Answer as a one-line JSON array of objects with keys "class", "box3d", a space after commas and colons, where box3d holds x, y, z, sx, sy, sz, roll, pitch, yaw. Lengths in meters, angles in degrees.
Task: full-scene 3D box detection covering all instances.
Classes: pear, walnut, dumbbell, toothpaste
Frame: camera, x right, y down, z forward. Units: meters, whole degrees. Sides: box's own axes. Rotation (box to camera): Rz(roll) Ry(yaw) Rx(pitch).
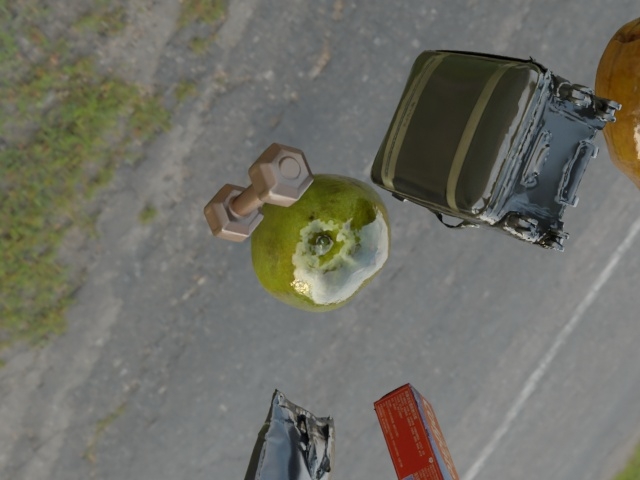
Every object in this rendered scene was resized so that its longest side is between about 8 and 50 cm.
[{"class": "pear", "box3d": [0.000, 0.000, 2.067, 0.269, 0.269, 0.321, -45, -177, -4]}, {"class": "walnut", "box3d": [0.575, -0.222, 1.948, 0.209, 0.209, 0.336, -27, 123, -35]}, {"class": "dumbbell", "box3d": [-0.095, -0.069, 1.695, 0.082, 0.092, 0.231, -20, 172, -33]}, {"class": "toothpaste", "box3d": [0.152, 0.341, 1.506, 0.066, 0.320, 0.076, -30, 136, 13]}]

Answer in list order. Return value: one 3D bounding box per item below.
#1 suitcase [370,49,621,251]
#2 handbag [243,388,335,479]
[{"class": "suitcase", "box3d": [0.258, -0.152, 1.834, 0.194, 0.434, 0.283, 20, 93, -28]}, {"class": "handbag", "box3d": [-0.038, 0.326, 1.562, 0.254, 0.088, 0.211, 45, 52, -63]}]
